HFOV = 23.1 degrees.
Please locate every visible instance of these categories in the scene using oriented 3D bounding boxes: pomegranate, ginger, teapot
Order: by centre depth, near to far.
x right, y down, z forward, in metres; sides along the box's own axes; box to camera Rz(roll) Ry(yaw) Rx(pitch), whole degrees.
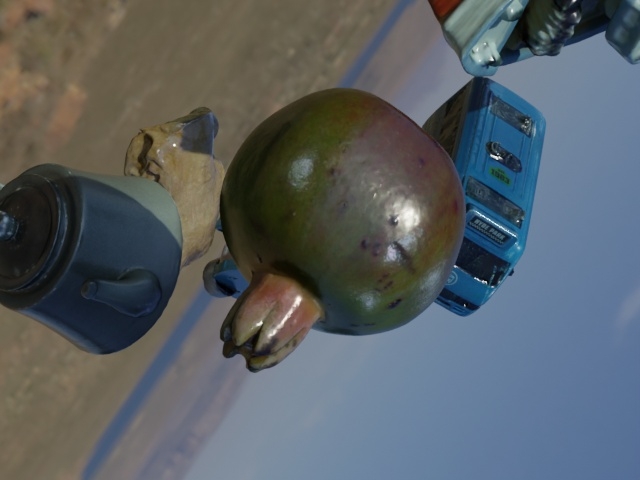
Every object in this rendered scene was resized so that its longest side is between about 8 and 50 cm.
[{"bbox_3d":[0.000,0.000,1.077,0.210,0.180,0.180,-49,178,-24],"label":"pomegranate"},{"bbox_3d":[-0.231,0.001,1.340,0.149,0.239,0.162,20,101,-48],"label":"teapot"},{"bbox_3d":[-0.150,-0.034,1.649,0.137,0.074,0.213,-14,115,-43],"label":"ginger"}]

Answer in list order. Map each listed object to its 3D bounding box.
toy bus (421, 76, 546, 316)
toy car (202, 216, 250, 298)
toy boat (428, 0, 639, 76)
[{"bbox_3d":[0.154,-0.049,1.619,0.134,0.113,0.246,-47,-163,41],"label":"toy bus"},{"bbox_3d":[-0.049,0.030,1.882,0.126,0.161,0.098,-9,-115,41],"label":"toy car"},{"bbox_3d":[0.231,-0.217,1.428,0.331,0.133,0.145,-19,148,-37],"label":"toy boat"}]
